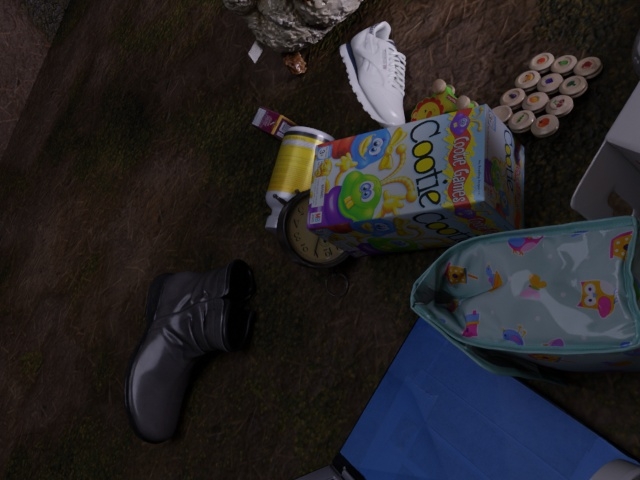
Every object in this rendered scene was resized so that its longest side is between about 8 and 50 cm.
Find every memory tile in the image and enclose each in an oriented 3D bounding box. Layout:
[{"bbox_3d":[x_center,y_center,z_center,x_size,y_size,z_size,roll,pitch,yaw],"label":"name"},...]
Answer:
[{"bbox_3d":[0.311,-0.207,0.971,0.113,0.012,0.148,25,72,47],"label":"memory tile"}]

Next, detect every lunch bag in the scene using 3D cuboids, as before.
[{"bbox_3d":[0.260,0.077,0.774,0.262,0.223,0.160,-12,70,40],"label":"lunch bag"}]

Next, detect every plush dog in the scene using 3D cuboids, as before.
[{"bbox_3d":[-0.021,-0.444,1.301,0.225,0.262,0.211,-14,96,50],"label":"plush dog"}]

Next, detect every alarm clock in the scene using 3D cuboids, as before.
[{"bbox_3d":[0.000,0.000,1.134,0.192,0.129,0.064,70,161,1],"label":"alarm clock"}]

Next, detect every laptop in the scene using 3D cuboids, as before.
[{"bbox_3d":[0.076,0.319,0.827,0.382,0.408,0.236,33,129,51],"label":"laptop"}]

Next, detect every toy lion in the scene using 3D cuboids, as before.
[{"bbox_3d":[0.189,-0.199,1.105,0.096,0.034,0.100,-58,44,18],"label":"toy lion"}]

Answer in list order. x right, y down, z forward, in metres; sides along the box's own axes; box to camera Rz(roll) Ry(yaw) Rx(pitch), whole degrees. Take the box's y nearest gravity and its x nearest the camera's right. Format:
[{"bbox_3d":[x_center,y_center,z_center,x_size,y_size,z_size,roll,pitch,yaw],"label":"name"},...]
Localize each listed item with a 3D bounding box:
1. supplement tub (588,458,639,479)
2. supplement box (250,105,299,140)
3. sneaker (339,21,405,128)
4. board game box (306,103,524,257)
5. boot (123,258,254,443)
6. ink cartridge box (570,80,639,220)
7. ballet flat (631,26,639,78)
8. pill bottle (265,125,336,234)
[{"bbox_3d":[0.368,0.330,0.559,0.316,0.228,0.228,14,82,46],"label":"supplement tub"},{"bbox_3d":[-0.088,-0.224,1.357,0.083,0.055,0.043,32,95,47],"label":"supplement box"},{"bbox_3d":[0.105,-0.282,1.185,0.095,0.090,0.235,-30,54,19],"label":"sneaker"},{"bbox_3d":[0.136,-0.075,1.000,0.275,0.142,0.144,-8,66,35],"label":"board game box"},{"bbox_3d":[-0.236,0.202,1.274,0.222,0.118,0.338,-9,71,35],"label":"boot"},{"bbox_3d":[0.432,-0.137,0.718,0.119,0.207,0.353,36,99,47],"label":"ink cartridge box"},{"bbox_3d":[0.471,-0.312,0.876,0.084,0.058,0.250,25,96,25],"label":"ballet flat"},{"bbox_3d":[-0.037,-0.098,1.218,0.103,0.103,0.184,6,76,45],"label":"pill bottle"}]
